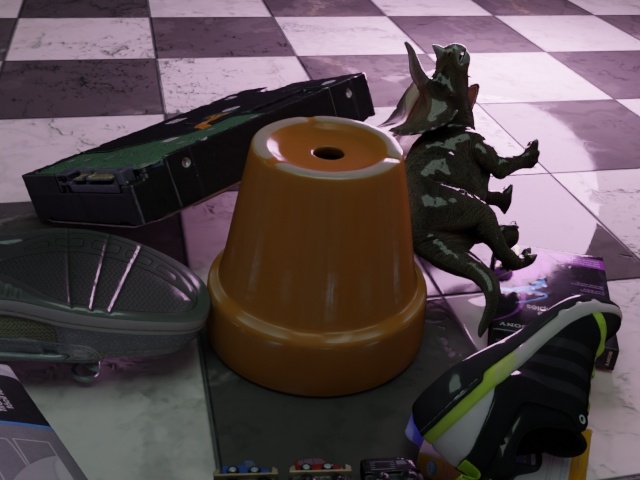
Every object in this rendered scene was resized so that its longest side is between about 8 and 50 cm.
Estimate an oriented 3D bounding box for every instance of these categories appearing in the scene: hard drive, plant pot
[{"bbox_3d":[-0.131,-0.107,0.883,0.237,0.064,0.339,3,25,46],"label":"hard drive"},{"bbox_3d":[0.000,0.000,0.691,0.205,0.188,0.205,3,32,-2],"label":"plant pot"}]

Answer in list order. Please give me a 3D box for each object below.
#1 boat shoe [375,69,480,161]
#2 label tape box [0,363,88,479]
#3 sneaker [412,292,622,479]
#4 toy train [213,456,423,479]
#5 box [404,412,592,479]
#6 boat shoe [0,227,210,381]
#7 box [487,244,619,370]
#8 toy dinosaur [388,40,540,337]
[{"bbox_3d":[0.131,-0.105,0.960,0.119,0.123,0.324,25,46,20],"label":"boat shoe"},{"bbox_3d":[-0.268,0.139,0.357,0.240,0.106,0.333,34,7,40],"label":"label tape box"},{"bbox_3d":[0.168,0.121,0.594,0.234,0.084,0.097,-22,63,-35],"label":"sneaker"},{"bbox_3d":[-0.004,0.173,0.563,0.158,0.027,0.036,0,28,-8],"label":"toy train"},{"bbox_3d":[0.135,0.161,0.601,0.136,0.028,0.081,13,33,19],"label":"box"},{"bbox_3d":[-0.256,0.060,0.663,0.320,0.103,0.118,3,34,-9],"label":"boat shoe"},{"bbox_3d":[0.227,0.059,0.773,0.116,0.029,0.162,9,33,8],"label":"box"},{"bbox_3d":[0.134,-0.042,0.794,0.160,0.121,0.314,12,65,-5],"label":"toy dinosaur"}]
